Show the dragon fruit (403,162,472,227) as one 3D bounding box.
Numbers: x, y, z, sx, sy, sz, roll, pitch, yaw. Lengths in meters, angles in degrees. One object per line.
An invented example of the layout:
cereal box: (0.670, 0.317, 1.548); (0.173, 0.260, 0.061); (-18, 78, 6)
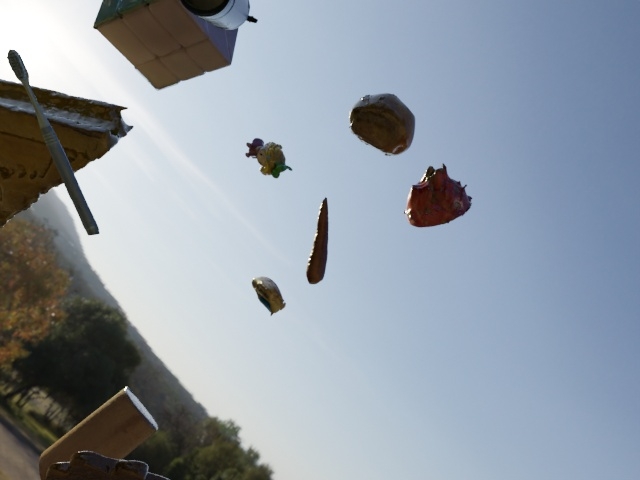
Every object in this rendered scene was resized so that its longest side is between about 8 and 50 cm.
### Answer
dragon fruit: (0.238, -0.107, 1.212); (0.153, 0.153, 0.111); (7, -58, 53)

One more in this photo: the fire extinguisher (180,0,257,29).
fire extinguisher: (-0.180, -0.438, 1.023); (0.118, 0.093, 0.294); (27, 14, -6)

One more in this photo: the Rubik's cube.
Rubik's cube: (-0.334, -0.521, 1.284); (0.224, 0.231, 0.221); (-9, -31, 26)

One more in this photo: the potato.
potato: (0.149, -0.273, 1.315); (0.176, 0.137, 0.137); (38, -25, 25)

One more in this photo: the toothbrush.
toothbrush: (-0.299, -0.106, 0.634); (0.019, 0.016, 0.220); (27, -43, 67)

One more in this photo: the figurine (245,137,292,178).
figurine: (-0.134, -0.244, 1.658); (0.156, 0.115, 0.095); (39, -41, 38)

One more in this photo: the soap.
soap: (-0.529, -0.138, 1.142); (0.338, 0.169, 0.304); (15, -51, 11)

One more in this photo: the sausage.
sausage: (-0.490, 0.446, 1.225); (0.123, 0.253, 0.123); (48, -14, 16)

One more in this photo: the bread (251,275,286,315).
bread: (-0.124, 0.127, 1.346); (0.106, 0.053, 0.072); (30, -36, 56)

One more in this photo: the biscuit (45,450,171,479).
biscuit: (-0.351, 0.426, 0.979); (0.180, 0.039, 0.236); (-29, -53, 24)

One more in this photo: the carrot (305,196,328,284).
carrot: (0.000, 0.000, 1.365); (0.048, 0.216, 0.048); (9, -8, 1)
